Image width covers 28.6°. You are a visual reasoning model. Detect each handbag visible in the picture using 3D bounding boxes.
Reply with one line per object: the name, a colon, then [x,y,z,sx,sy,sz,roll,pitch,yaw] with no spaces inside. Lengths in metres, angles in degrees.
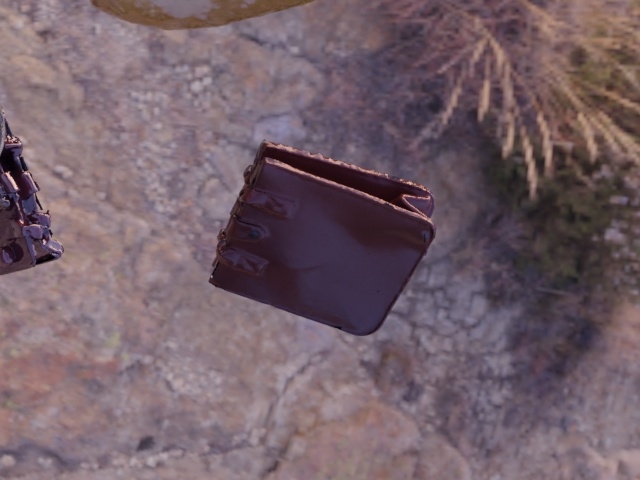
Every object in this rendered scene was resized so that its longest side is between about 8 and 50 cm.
handbag: [0.000,0.001,1.774,0.276,0.260,0.084,18,41,-12]
handbag: [-0.431,-0.049,1.565,0.074,0.216,0.203,-29,103,-46]

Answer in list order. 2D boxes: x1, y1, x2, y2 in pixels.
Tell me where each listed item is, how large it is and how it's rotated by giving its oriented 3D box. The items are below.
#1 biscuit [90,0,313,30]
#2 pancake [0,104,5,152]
biscuit: [-0.112,-0.391,1.280,0.446,0.104,0.429,-16,142,2]
pancake: [-0.393,-0.118,1.260,0.158,0.028,0.158,0,90,-18]
